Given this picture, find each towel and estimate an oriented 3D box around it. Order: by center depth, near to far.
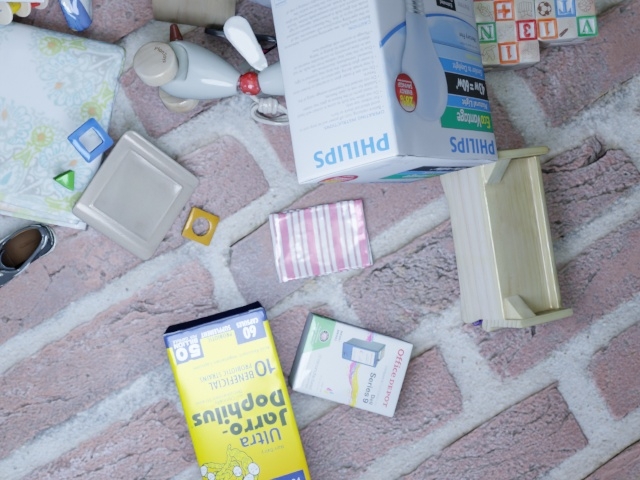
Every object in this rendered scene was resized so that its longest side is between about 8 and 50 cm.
[{"bbox_3d":[-0.571,-0.226,1.728,0.320,0.090,0.375,12,88,-9],"label":"towel"},{"bbox_3d":[0.000,0.000,1.815,0.197,0.029,0.144,-10,90,-6],"label":"towel"}]

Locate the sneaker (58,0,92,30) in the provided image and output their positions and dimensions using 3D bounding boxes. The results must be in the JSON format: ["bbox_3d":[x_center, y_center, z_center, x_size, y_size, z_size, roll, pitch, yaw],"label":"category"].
[{"bbox_3d":[-0.446,-0.555,1.730,0.130,0.112,0.297,-3,91,-7],"label":"sneaker"}]

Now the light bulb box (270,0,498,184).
[{"bbox_3d":[0.122,-0.298,1.639,0.357,0.225,0.361,-5,85,-51],"label":"light bulb box"}]

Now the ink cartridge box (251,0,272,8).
[{"bbox_3d":[-0.062,-0.621,1.716,0.129,0.223,0.308,17,88,-6],"label":"ink cartridge box"}]

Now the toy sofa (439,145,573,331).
[{"bbox_3d":[0.374,-0.005,1.813,0.150,0.177,0.363,-9,90,-31],"label":"toy sofa"}]

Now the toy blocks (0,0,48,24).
[{"bbox_3d":[-0.592,-0.471,1.722,0.123,0.148,0.054,21,128,18],"label":"toy blocks"}]

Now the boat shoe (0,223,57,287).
[{"bbox_3d":[-0.620,0.043,1.722,0.233,0.079,0.084,-34,95,-4],"label":"boat shoe"}]

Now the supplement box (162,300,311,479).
[{"bbox_3d":[-0.157,0.315,1.711,0.194,0.195,0.357,-16,92,-6],"label":"supplement box"}]

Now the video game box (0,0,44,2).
[{"bbox_3d":[-0.598,-0.503,1.674,0.187,0.205,0.048,0,127,-8],"label":"video game box"}]

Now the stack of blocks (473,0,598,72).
[{"bbox_3d":[0.407,-0.441,1.834,0.297,0.087,0.171,-6,90,-6],"label":"stack of blocks"}]

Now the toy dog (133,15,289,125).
[{"bbox_3d":[-0.186,-0.346,1.717,0.333,0.220,0.161,6,72,-10],"label":"toy dog"}]

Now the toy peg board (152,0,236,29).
[{"bbox_3d":[-0.241,-0.490,1.735,0.160,0.161,0.079,6,74,-6],"label":"toy peg board"}]

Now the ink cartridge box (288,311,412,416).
[{"bbox_3d":[0.060,0.247,1.788,0.212,0.093,0.154,18,87,-8],"label":"ink cartridge box"}]

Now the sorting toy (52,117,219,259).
[{"bbox_3d":[-0.356,-0.086,1.734,0.347,0.047,0.196,38,80,-27],"label":"sorting toy"}]

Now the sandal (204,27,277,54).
[{"bbox_3d":[-0.143,-0.394,1.788,0.179,0.067,0.040,7,99,0],"label":"sandal"}]
